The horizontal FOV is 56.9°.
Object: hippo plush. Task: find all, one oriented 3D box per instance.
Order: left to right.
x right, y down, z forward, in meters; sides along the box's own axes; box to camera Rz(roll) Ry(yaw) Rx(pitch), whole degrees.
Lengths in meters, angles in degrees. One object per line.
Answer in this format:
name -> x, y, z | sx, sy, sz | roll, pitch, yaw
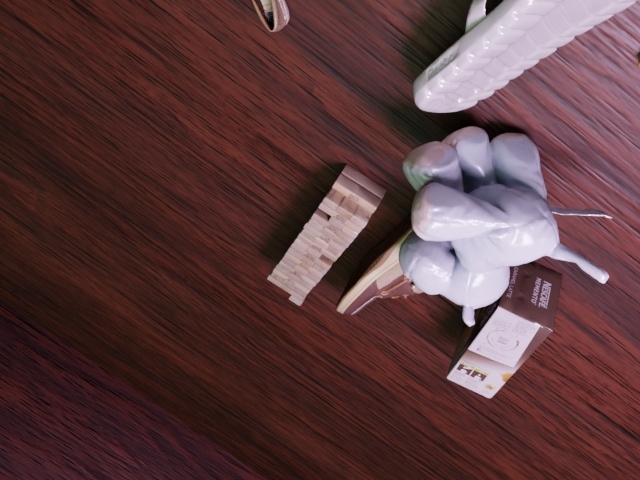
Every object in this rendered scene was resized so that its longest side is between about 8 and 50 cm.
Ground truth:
hippo plush -> 0.248, -0.017, 0.914 | 0.294, 0.234, 0.236 | 19, 144, 6

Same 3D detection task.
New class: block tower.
block tower -> 0.000, 0.000, 1.168 | 0.097, 0.091, 0.335 | 33, 138, -2

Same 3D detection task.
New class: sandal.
sandal -> 0.257, -0.295, 0.719 | 0.416, 0.169, 0.102 | -31, 71, 45

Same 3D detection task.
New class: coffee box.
coffee box -> 0.336, 0.164, 1.095 | 0.098, 0.141, 0.246 | 25, 139, 7

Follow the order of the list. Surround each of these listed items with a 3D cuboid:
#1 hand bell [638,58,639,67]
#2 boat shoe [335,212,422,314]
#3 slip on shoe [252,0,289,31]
hand bell -> 0.472, -0.254, 0.659 | 0.126, 0.126, 0.242 | 42, 148, -12
boat shoe -> 0.150, 0.064, 1.126 | 0.123, 0.123, 0.342 | 37, 132, -5
slip on shoe -> -0.089, -0.380, 0.887 | 0.051, 0.041, 0.135 | 1, 130, 29
